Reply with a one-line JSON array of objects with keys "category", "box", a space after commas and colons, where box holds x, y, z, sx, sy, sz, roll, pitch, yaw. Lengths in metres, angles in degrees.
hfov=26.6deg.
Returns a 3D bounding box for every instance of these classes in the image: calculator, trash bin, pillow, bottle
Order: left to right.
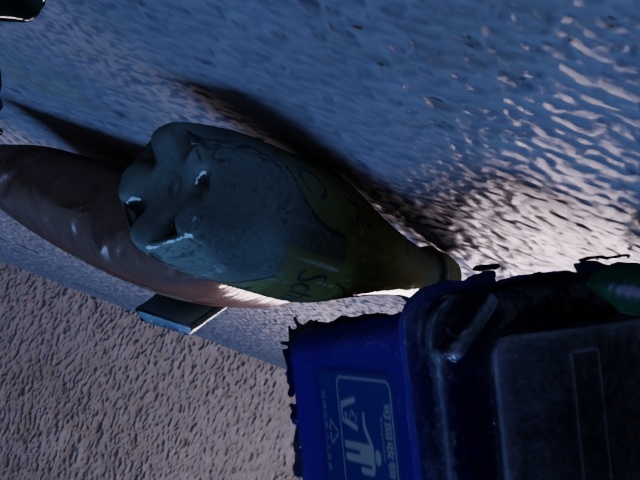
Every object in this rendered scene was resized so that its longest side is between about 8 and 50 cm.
[{"category": "pillow", "box": [-0.127, -0.006, 1.023, 0.236, 0.084, 0.223, 18, 178, 18]}, {"category": "calculator", "box": [-0.088, 0.037, 1.121, 0.057, 0.018, 0.172, 14, -157, 21]}, {"category": "bottle", "box": [0.000, 0.000, 0.796, 0.083, 0.083, 0.269, 14, 176, 41]}, {"category": "trash bin", "box": [0.091, 0.096, 0.751, 0.184, 0.163, 0.234, -4, 177, -25]}]

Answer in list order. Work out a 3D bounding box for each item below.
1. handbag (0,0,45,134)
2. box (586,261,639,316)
[{"category": "handbag", "box": [-0.270, -0.148, 0.559, 0.247, 0.079, 0.260, 15, 166, 27]}, {"category": "box", "box": [0.308, 0.119, 0.605, 0.336, 0.106, 0.264, 24, 175, -31]}]
